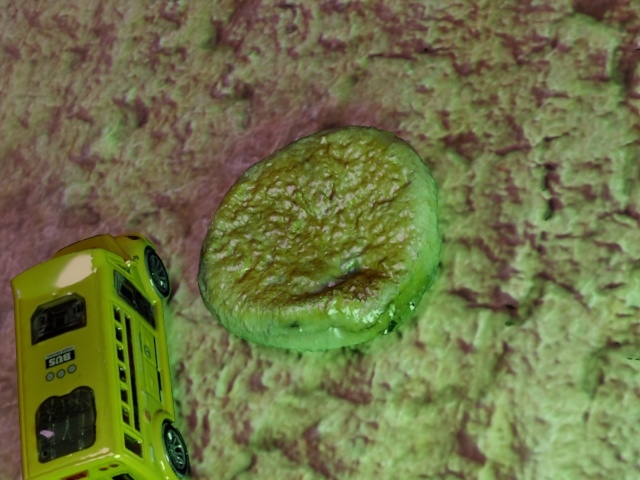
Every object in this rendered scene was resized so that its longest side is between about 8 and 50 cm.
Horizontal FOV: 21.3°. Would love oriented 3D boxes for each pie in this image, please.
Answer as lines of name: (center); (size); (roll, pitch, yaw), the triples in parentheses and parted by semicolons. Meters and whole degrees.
pie: (0.000, 0.000, 1.792); (0.277, 0.078, 0.277); (-11, 51, 14)

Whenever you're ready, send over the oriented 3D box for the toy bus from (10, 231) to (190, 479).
toy bus: (-0.236, 0.124, 1.760); (0.145, 0.151, 0.331); (-21, 54, 14)
